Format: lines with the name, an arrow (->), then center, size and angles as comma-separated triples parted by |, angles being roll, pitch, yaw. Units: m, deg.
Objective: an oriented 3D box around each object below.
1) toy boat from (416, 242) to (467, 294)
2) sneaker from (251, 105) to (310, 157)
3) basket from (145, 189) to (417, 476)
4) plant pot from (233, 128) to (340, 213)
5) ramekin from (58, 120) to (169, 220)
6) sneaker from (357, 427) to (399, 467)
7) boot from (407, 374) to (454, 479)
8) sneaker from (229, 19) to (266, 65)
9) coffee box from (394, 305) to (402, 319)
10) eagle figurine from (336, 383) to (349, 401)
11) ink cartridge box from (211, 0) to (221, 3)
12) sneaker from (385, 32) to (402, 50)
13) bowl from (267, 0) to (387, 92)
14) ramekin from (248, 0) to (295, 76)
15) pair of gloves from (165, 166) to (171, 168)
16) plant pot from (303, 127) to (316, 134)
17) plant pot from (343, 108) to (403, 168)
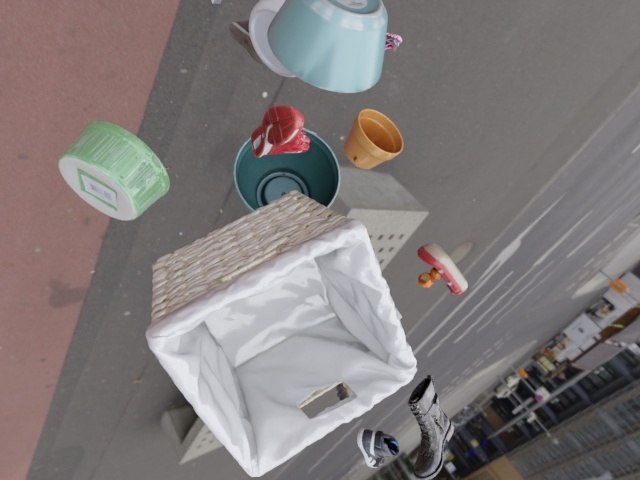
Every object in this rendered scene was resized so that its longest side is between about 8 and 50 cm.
toy boat -> 0.435, 0.122, 1.603 | 0.151, 0.231, 0.151 | -36, -165, 10
sneaker -> -0.066, -0.253, 0.976 | 0.128, 0.086, 0.221 | -13, -175, -31
basket -> -0.068, 0.137, 0.726 | 0.328, 0.266, 0.331 | -28, 117, -10
plant pot -> -0.104, -0.162, 1.257 | 0.293, 0.293, 0.196 | -30, 172, -15
ramekin -> -0.641, -0.201, 1.313 | 0.303, 0.304, 0.148 | 90, 22, -54
sneaker -> 0.207, 0.700, 1.401 | 0.216, 0.121, 0.079 | 63, 37, -38
boot -> 0.336, 0.604, 1.385 | 0.091, 0.228, 0.263 | -10, -153, 42
sneaker -> -0.222, -0.740, 1.554 | 0.118, 0.222, 0.083 | -37, 167, -26
coffee box -> 0.149, 0.227, 1.581 | 0.168, 0.119, 0.297 | -42, 114, -16
eagle figurine -> 0.140, 0.408, 1.430 | 0.298, 0.226, 0.225 | -41, 155, -12
ink cartridge box -> -0.330, -0.799, 1.301 | 0.029, 0.115, 0.063 | -24, -175, -35
sneaker -> 0.229, -0.715, 1.522 | 0.057, 0.119, 0.047 | -68, 165, 2
bowl -> 0.037, -0.531, 1.035 | 0.312, 0.311, 0.163 | -20, 158, -29
ramekin -> -0.099, -0.635, 1.308 | 0.127, 0.273, 0.272 | -51, 157, -26
pair of gloves -> -0.734, -0.324, 1.939 | 0.074, 0.010, 0.083 | -6, -162, 20
plant pot -> -0.100, -0.480, 2.043 | 0.109, 0.096, 0.108 | 18, 94, -23
plant pot -> 0.260, -0.510, 2.230 | 0.291, 0.290, 0.203 | -10, 158, -39
